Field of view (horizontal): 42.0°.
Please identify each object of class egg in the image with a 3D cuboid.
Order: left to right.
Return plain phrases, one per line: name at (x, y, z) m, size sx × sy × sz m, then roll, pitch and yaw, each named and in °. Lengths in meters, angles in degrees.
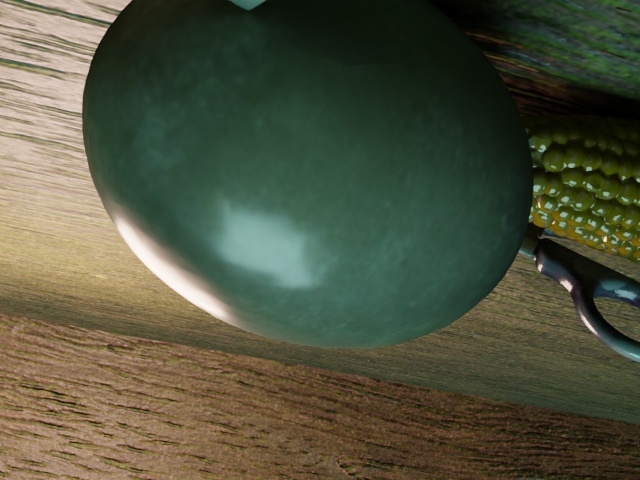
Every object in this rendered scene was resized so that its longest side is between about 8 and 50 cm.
egg at (0.004, -0.054, 0.580) m, size 0.258 × 0.259 × 0.352 m, roll -6°, pitch 167°, yaw 39°

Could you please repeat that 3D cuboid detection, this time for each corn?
corn at (0.311, -0.035, 0.725) m, size 0.346 × 0.130 × 0.130 m, roll 14°, pitch 162°, yaw -12°

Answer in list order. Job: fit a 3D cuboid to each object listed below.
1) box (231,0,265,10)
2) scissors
box at (-0.047, -0.224, 0.307) m, size 0.224 × 0.118 × 0.225 m, roll 21°, pitch 159°, yaw -35°
scissors at (0.163, -0.018, 0.793) m, size 0.383 × 0.256 × 0.029 m, roll 18°, pitch 129°, yaw 6°
